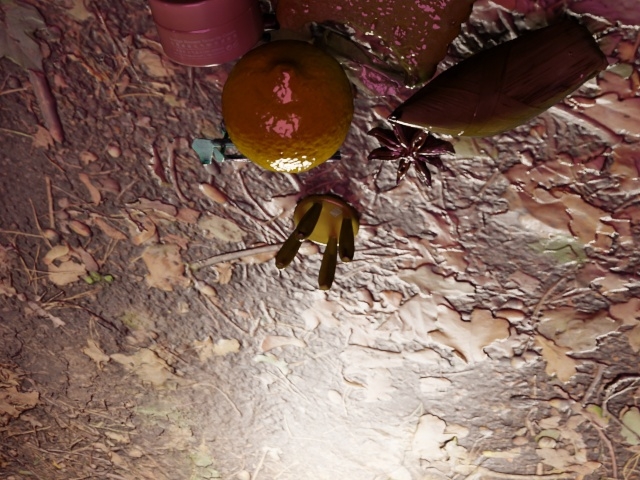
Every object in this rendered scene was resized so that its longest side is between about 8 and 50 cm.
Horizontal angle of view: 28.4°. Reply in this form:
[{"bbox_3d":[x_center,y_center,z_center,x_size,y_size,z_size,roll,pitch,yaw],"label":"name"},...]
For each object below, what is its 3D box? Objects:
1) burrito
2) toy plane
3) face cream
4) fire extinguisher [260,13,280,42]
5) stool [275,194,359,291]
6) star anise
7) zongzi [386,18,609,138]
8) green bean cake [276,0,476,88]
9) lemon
[{"bbox_3d":[0.056,-0.251,1.813,0.149,0.041,0.055,32,134,-9],"label":"burrito"},{"bbox_3d":[-0.088,-0.152,1.958,0.235,0.060,0.096,1,148,12],"label":"toy plane"},{"bbox_3d":[-0.158,-0.323,1.735,0.149,0.149,0.104,3,136,16],"label":"face cream"},{"bbox_3d":[-0.103,-0.305,1.830,0.100,0.032,0.046,-2,167,20],"label":"fire extinguisher"},{"bbox_3d":[0.000,0.000,2.038,0.134,0.110,0.135,-4,131,24],"label":"stool"},{"bbox_3d":[0.133,-0.141,1.900,0.141,0.042,0.141,10,140,9],"label":"star anise"},{"bbox_3d":[0.232,-0.213,1.666,0.228,0.256,0.115,-28,78,35],"label":"zongzi"},{"bbox_3d":[0.082,-0.341,1.656,0.236,0.124,0.233,25,135,-7],"label":"green bean cake"},{"bbox_3d":[-0.046,-0.186,1.778,0.187,0.186,0.244,17,163,2],"label":"lemon"}]
